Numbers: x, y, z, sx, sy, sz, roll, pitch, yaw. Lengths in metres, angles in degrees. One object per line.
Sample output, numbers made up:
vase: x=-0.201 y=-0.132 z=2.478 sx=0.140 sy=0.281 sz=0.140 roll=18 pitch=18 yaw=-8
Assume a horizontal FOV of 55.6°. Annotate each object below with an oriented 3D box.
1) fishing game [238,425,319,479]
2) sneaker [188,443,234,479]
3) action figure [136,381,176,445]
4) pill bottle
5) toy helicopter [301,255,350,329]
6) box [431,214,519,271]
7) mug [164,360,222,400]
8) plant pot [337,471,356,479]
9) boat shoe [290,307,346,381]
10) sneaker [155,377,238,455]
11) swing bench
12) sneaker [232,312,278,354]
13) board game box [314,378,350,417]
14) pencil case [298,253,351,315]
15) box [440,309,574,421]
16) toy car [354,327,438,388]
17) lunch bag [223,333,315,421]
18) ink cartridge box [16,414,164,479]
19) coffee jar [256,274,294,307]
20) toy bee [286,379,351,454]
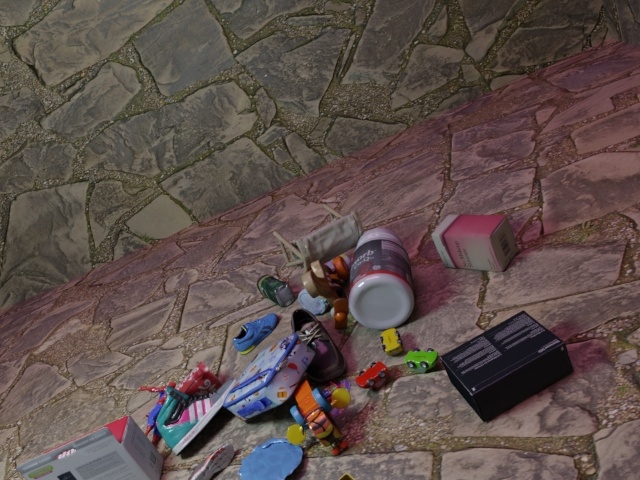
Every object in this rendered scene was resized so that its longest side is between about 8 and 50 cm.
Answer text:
fishing game: x=-0.133 y=0.605 z=1.637 sx=0.189 sy=0.041 sz=0.264 roll=0 pitch=28 yaw=44
sneaker: x=-0.318 y=0.637 z=1.735 sx=0.158 sy=0.061 sz=0.065 roll=-39 pitch=21 yaw=-26
action figure: x=-0.578 y=0.583 z=2.052 sx=0.139 sy=0.091 sz=0.280 roll=-8 pitch=29 yaw=18
pill bottle: x=0.202 y=0.117 z=2.053 sx=0.210 sy=0.210 sz=0.363 roll=-20 pitch=25 yaw=14
toy helicopter: x=0.019 y=0.171 z=1.986 sx=0.140 sy=0.235 sz=0.355 roll=-26 pitch=-15 yaw=12
box: x=0.516 y=0.006 z=2.032 sx=0.232 sy=0.149 sz=0.127 roll=2 pitch=38 yaw=48
mug: x=-0.436 y=0.493 z=2.035 sx=0.169 sy=0.150 sz=0.113 roll=-41 pitch=42 yaw=-20
plant pot: x=0.068 y=0.601 z=1.386 sx=0.081 sy=0.083 sz=0.081 roll=-36 pitch=27 yaw=-20
boat shoe: x=-0.030 y=0.330 z=1.961 sx=0.132 sy=0.130 sz=0.355 roll=-31 pitch=25 yaw=-9
sneaker: x=-0.405 y=0.506 z=1.918 sx=0.295 sy=0.178 sz=0.124 roll=-45 pitch=-7 yaw=-33
swing bench: x=0.000 y=0.000 z=2.245 sx=0.253 sy=0.165 sz=0.254 roll=-27 pitch=19 yaw=-19
sneaker: x=-0.239 y=0.325 z=2.241 sx=0.069 sy=0.082 sz=0.209 roll=0 pitch=34 yaw=48
board game box: x=0.016 y=0.456 z=1.784 sx=0.133 sy=0.033 sz=0.169 roll=-18 pitch=26 yaw=19
pencil case: x=0.023 y=0.155 z=2.271 sx=0.124 sy=0.113 sz=0.273 roll=-23 pitch=21 yaw=40
box: x=0.466 y=0.312 z=1.537 sx=0.261 sy=0.103 sz=0.184 roll=-28 pitch=21 yaw=-4
toy car: x=0.239 y=0.350 z=1.749 sx=0.225 sy=0.053 sz=0.239 roll=-6 pitch=32 yaw=37
lunch bag: x=-0.157 y=0.417 z=1.827 sx=0.303 sy=0.115 sz=0.243 roll=-39 pitch=9 yaw=44
ink cartridge box: x=-0.670 y=0.656 z=1.789 sx=0.309 sy=0.272 sz=0.130 roll=-24 pitch=25 yaw=5
coffee jar: x=-0.181 y=0.197 z=2.415 sx=0.079 sy=0.096 sz=0.184 roll=-34 pitch=26 yaw=-22
toy bee: x=-0.007 y=0.491 z=1.619 sx=0.195 sy=0.162 sz=0.298 roll=-35 pitch=7 yaw=18
